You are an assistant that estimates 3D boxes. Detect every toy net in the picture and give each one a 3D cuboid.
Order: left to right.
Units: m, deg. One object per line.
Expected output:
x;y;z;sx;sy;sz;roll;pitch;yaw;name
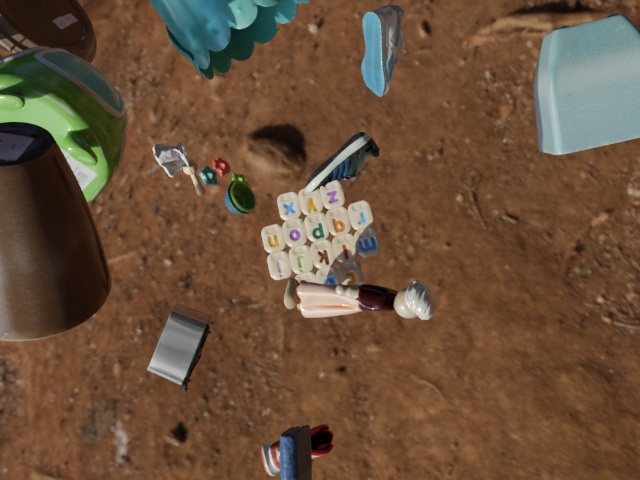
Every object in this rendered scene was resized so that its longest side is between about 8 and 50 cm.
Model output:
-0.219;-0.139;1.716;0.045;0.232;0.122;-28;43;35;toy net

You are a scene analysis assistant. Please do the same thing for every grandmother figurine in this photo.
0.103;0.136;2.046;0.342;0.208;0.104;2;92;25;grandmother figurine

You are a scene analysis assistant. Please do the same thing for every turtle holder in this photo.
-0.467;-0.202;1.437;0.227;0.320;0.243;-74;0;-46;turtle holder

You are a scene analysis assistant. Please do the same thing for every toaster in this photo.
-0.343;0.259;2.186;0.185;0.110;0.168;-134;66;-83;toaster

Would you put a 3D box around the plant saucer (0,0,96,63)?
-0.592;-0.473;1.870;0.041;0.278;0.278;-42;38;32;plant saucer

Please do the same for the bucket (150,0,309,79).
-0.162;-0.440;1.578;0.281;0.183;0.281;-39;3;2;bucket

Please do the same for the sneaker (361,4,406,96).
0.154;-0.441;2.081;0.092;0.228;0.087;-29;52;-27;sneaker

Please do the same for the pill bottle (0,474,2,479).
-0.616;0.393;1.403;0.210;0.210;0.363;-7;96;47;pill bottle

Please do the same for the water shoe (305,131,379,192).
0.054;-0.170;2.126;0.203;0.080;0.073;-41;16;12;water shoe

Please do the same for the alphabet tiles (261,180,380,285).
0.000;0.000;2.207;0.284;0.021;0.278;-15;80;7;alphabet tiles

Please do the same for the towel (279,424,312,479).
-0.033;0.300;1.132;0.029;0.067;0.119;-2;90;19;towel

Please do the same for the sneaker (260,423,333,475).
-0.018;0.407;1.711;0.128;0.221;0.087;-20;80;15;sneaker

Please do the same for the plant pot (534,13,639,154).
0.573;-0.330;1.849;0.247;0.252;0.248;-12;7;7;plant pot

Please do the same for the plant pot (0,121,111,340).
-0.388;-0.027;1.140;0.215;0.215;0.230;-113;22;-49;plant pot
